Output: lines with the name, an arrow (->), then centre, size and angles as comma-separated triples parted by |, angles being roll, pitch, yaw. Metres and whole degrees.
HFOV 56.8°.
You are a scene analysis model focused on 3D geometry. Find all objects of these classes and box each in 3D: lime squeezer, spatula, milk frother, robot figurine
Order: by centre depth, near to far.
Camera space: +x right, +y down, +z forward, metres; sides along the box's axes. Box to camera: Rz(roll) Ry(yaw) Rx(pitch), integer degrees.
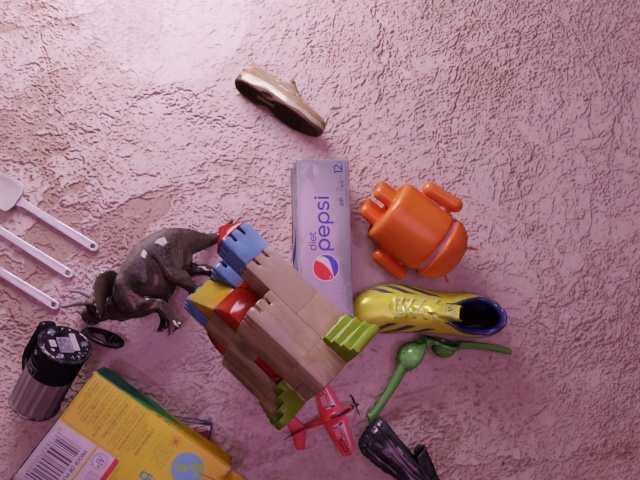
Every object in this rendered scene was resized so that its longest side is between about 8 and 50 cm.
milk frother -> -0.416, 0.210, 0.979 | 0.143, 0.129, 0.135 | 22, 114, -31
spatula -> -0.521, -0.001, 1.021 | 0.242, 0.019, 0.168 | 32, 79, -5
robot figurine -> 0.174, -0.015, 1.085 | 0.219, 0.128, 0.158 | 36, 69, -3
lime squeezer -> 0.215, 0.226, 1.101 | 0.310, 0.059, 0.110 | -22, 88, -12

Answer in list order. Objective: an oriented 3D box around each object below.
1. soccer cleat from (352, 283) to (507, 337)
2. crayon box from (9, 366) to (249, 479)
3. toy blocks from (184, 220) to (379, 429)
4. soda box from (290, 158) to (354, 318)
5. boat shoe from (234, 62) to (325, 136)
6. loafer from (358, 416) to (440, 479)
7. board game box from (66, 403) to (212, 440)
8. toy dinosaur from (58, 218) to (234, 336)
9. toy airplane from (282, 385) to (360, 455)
soccer cleat -> 0.197, 0.128, 1.074 | 0.289, 0.121, 0.094 | 4, 84, -9
crayon box -> -0.287, 0.378, 0.944 | 0.318, 0.081, 0.202 | 37, 80, -3
toy blocks -> -0.095, 0.133, 0.924 | 0.261, 0.381, 0.191 | 43, 61, 6
soda box -> 0.000, 0.000, 1.070 | 0.098, 0.091, 0.286 | -1, 85, -11
boat shoe -> -0.064, -0.270, 1.105 | 0.190, 0.068, 0.072 | 35, 68, -4
loafer -> 0.171, 0.407, 1.063 | 0.223, 0.076, 0.078 | 38, 88, 0
board game box -> -0.318, 0.375, 1.003 | 0.243, 0.042, 0.165 | 11, 82, -8
toy dinosaur -> -0.273, 0.057, 1.006 | 0.313, 0.121, 0.160 | -45, 106, -7
toy airplane -> 0.001, 0.328, 1.068 | 0.151, 0.028, 0.151 | 1, 83, -9
